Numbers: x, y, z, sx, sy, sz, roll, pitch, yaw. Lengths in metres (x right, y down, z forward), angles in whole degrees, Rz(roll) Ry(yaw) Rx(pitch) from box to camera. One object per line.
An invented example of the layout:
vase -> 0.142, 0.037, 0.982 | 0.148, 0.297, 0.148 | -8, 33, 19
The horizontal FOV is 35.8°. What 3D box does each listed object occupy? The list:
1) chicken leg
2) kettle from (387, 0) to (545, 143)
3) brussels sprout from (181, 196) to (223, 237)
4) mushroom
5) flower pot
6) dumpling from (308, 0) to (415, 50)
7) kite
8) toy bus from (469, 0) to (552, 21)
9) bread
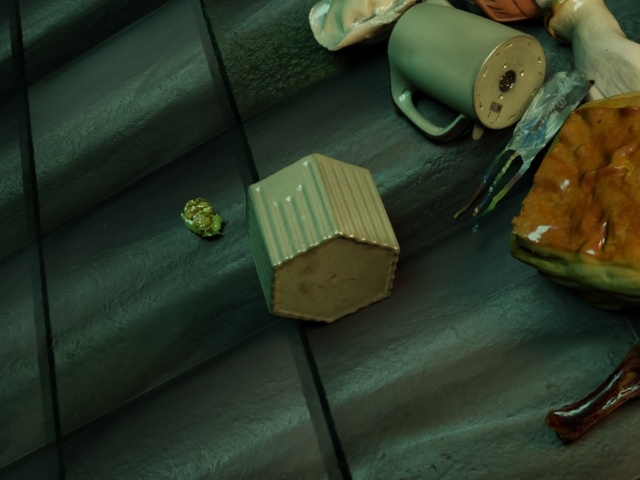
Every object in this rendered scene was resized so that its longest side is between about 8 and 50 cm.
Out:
chicken leg -> 0.489, 0.171, 1.300 | 0.407, 0.096, 0.157 | -17, 72, 23
kettle -> 0.230, -0.289, 1.724 | 0.255, 0.165, 0.240 | 36, 110, 42
brussels sprout -> -0.227, -0.041, 1.871 | 0.058, 0.085, 0.085 | -26, 42, 54
mushroom -> 0.466, -0.293, 1.594 | 0.159, 0.122, 0.328 | -41, 42, 27
flower pot -> 0.000, 0.000, 1.616 | 0.239, 0.209, 0.189 | -27, 50, 9
dumpling -> 0.095, -0.447, 1.914 | 0.250, 0.132, 0.162 | -16, 49, 20
kite -> 0.318, -0.147, 1.592 | 0.310, 0.015, 0.169 | -53, 17, 15
toy bus -> 0.360, -0.526, 1.791 | 0.232, 0.194, 0.287 | -17, 52, 36
bread -> 0.462, -0.039, 1.350 | 0.370, 0.191, 0.314 | 10, 65, 55
